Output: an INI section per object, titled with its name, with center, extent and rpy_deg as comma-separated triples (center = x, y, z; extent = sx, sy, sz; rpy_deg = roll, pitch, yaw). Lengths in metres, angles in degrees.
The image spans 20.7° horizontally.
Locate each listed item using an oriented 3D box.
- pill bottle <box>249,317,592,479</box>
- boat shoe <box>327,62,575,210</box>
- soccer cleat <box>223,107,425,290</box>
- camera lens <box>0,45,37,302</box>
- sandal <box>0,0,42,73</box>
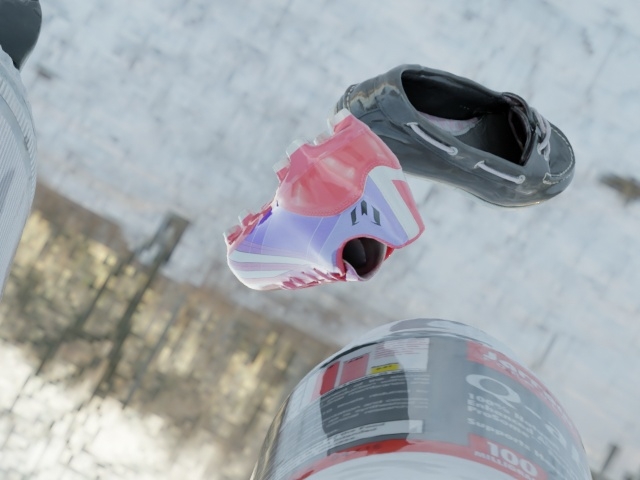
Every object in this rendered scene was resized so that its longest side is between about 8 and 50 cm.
[pill bottle]
center = 0.058, 0.170, 1.014
extent = 0.210, 0.210, 0.363
rpy_deg = 29, -167, -2
[boat shoe]
center = 0.158, -0.104, 1.728
extent = 0.335, 0.112, 0.095
rpy_deg = 7, 148, -41
[soccer cleat]
center = 0.000, 0.000, 1.136
extent = 0.095, 0.083, 0.248
rpy_deg = 55, 157, 8
[camera lens]
center = -0.302, -0.022, 1.128
extent = 0.219, 0.219, 0.274
rpy_deg = 29, -155, -15
[sandal]
center = -0.316, -0.141, 1.521
extent = 0.120, 0.303, 0.086
rpy_deg = 23, 138, -31
